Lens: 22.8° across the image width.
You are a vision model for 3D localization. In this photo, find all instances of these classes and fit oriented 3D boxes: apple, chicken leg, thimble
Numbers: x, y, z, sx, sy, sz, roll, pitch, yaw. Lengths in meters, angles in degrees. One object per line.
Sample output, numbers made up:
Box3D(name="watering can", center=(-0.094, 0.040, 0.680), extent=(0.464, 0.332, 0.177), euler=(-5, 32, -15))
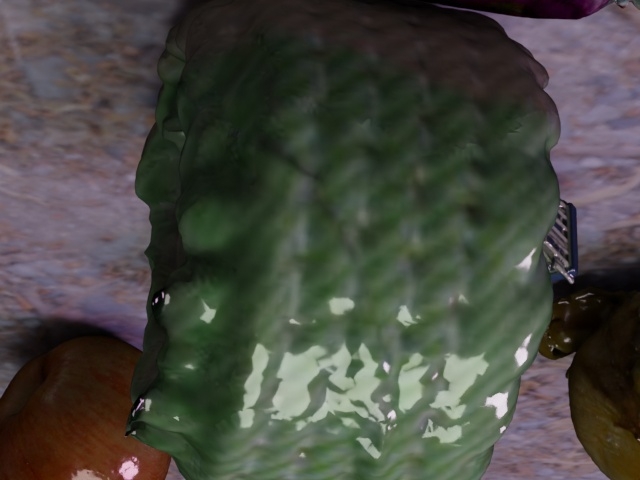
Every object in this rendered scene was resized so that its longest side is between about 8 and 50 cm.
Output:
Box3D(name="apple", center=(-0.148, 0.122, 0.972), extent=(0.102, 0.126, 0.126), euler=(36, 138, -25))
Box3D(name="chicken leg", center=(0.328, 0.119, 0.971), extent=(0.429, 0.152, 0.201), euler=(12, 163, -36))
Box3D(name="thimble", center=(0.000, 0.000, 0.658), extent=(0.150, 0.219, 0.219), euler=(8, 151, -10))

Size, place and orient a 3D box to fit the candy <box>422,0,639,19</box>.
Box3D(name="candy", center=(0.071, -0.108, 0.618), extent=(0.175, 0.045, 0.043), euler=(5, 146, -9))

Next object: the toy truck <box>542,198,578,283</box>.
Box3D(name="toy truck", center=(0.039, 0.024, 0.838), extent=(0.202, 0.074, 0.088), euler=(-18, 142, 30))
